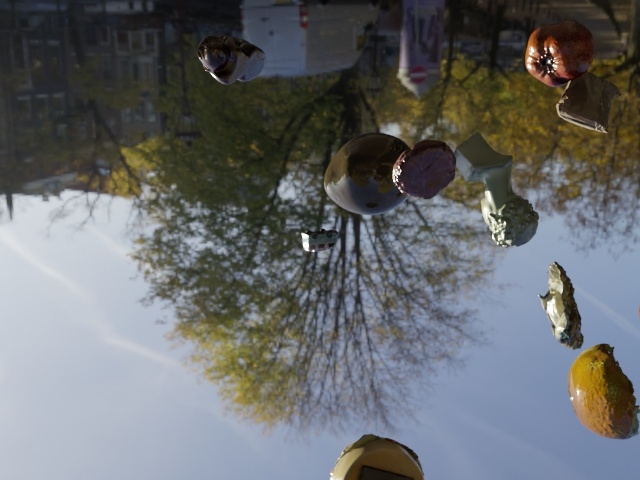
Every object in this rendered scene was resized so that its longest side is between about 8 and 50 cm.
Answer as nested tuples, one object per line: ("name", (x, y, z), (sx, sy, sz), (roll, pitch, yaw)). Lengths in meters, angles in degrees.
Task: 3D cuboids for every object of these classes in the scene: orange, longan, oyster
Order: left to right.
("longan", (0.127, -0.171, 1.749), (0.248, 0.248, 0.248), (1, -166, 0))
("oyster", (0.683, 0.179, 1.891), (0.083, 0.223, 0.214), (-11, -124, 4))
("orange", (0.850, 0.451, 2.029), (0.196, 0.262, 0.334), (-2, -173, 21))

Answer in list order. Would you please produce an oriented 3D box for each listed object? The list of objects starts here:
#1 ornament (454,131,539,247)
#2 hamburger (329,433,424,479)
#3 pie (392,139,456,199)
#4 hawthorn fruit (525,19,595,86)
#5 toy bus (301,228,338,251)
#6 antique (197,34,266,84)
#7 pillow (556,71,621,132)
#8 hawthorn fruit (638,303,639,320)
("ornament", (0.415, -0.119, 1.573), (0.120, 0.285, 0.130), (-24, 180, -4))
("hamburger", (0.168, 0.723, 1.959), (0.302, 0.302, 0.170), (-2, 172, -11))
("pie", (0.229, -0.151, 1.455), (0.153, 0.153, 0.038), (-3, -138, -15))
("hawthorn fruit", (0.777, -0.607, 2.131), (0.207, 0.207, 0.243), (15, -135, 43))
("toy bus", (0.000, 0.000, 2.388), (0.123, 0.075, 0.060), (-6, -166, -26))
("antique", (-0.273, -0.548, 1.994), (0.143, 0.121, 0.257), (31, -155, 8))
("pillow", (0.842, -0.438, 2.106), (0.173, 0.067, 0.270), (23, -131, 17))
("hawthorn fruit", (1.124, 0.189, 1.967), (0.369, 0.284, 0.285), (-5, -164, -24))
